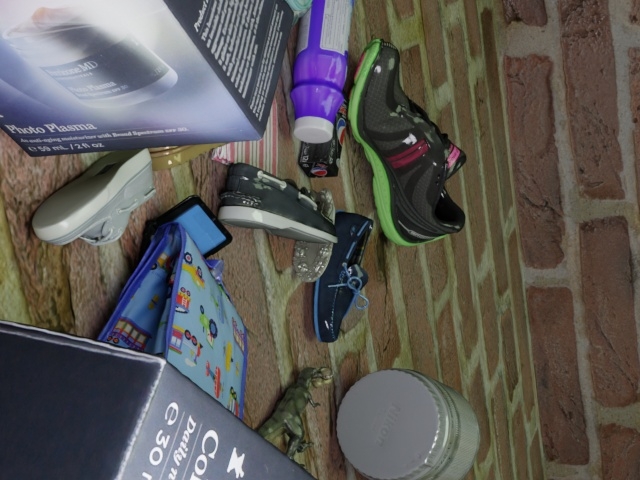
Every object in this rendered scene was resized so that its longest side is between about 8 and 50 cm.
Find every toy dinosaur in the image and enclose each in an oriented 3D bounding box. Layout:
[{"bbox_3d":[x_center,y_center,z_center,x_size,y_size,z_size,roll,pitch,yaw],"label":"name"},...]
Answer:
[{"bbox_3d":[-0.048,0.304,1.678,0.268,0.064,0.118,-44,121,-58],"label":"toy dinosaur"}]

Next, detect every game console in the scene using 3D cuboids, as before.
[{"bbox_3d":[-0.177,0.017,1.380,0.122,0.071,0.107,54,35,-51],"label":"game console"}]

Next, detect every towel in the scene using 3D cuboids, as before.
[{"bbox_3d":[-0.114,-0.174,1.610,0.197,0.029,0.144,20,69,-68],"label":"towel"}]

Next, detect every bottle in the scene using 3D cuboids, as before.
[{"bbox_3d":[0.001,-0.308,1.782,0.118,0.092,0.282,115,-18,-70],"label":"bottle"}]

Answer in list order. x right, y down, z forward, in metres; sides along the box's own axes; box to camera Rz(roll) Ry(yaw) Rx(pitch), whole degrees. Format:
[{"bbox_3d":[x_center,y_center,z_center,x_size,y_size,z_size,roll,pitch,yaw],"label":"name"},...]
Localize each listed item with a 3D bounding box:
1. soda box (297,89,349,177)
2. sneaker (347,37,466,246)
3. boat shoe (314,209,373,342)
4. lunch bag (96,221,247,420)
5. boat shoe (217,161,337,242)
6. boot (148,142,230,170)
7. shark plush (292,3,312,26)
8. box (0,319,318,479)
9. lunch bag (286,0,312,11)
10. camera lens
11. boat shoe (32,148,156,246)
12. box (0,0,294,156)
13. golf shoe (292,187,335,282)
[{"bbox_3d":[0.008,-0.195,1.849,0.053,0.060,0.169,53,41,-55],"label":"soda box"},{"bbox_3d":[0.187,-0.200,2.089,0.185,0.202,0.482,-69,148,-44],"label":"sneaker"},{"bbox_3d":[0.044,0.058,1.854,0.109,0.089,0.258,69,27,-65],"label":"boat shoe"},{"bbox_3d":[-0.169,0.136,1.305,0.221,0.138,0.293,62,33,-45],"label":"lunch bag"},{"bbox_3d":[-0.053,-0.053,1.626,0.302,0.114,0.091,19,76,-66],"label":"boat shoe"},{"bbox_3d":[-0.185,-0.250,1.371,0.236,0.089,0.269,-43,126,-61],"label":"boot"},{"bbox_3d":[-0.063,-0.350,1.712,0.067,0.073,0.161,109,-3,-45],"label":"shark plush"},{"bbox_3d":[-0.220,0.377,0.889,0.472,0.297,0.479,54,50,-56],"label":"box"},{"bbox_3d":[-0.068,-0.502,1.640,0.279,0.108,0.224,-71,149,-41],"label":"lunch bag"},{"bbox_3d":[0.170,0.363,1.973,0.274,0.219,0.219,34,57,-62],"label":"camera lens"},{"bbox_3d":[-0.250,-0.038,1.207,0.227,0.079,0.081,-56,134,-59],"label":"boat shoe"},{"bbox_3d":[-0.228,-0.236,1.007,0.294,0.296,0.182,53,41,-51],"label":"box"},{"bbox_3d":[0.000,0.000,1.811,0.086,0.069,0.176,60,37,-60],"label":"golf shoe"}]
